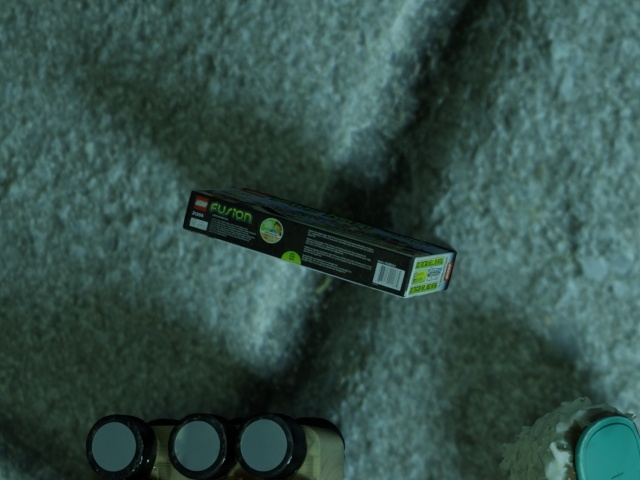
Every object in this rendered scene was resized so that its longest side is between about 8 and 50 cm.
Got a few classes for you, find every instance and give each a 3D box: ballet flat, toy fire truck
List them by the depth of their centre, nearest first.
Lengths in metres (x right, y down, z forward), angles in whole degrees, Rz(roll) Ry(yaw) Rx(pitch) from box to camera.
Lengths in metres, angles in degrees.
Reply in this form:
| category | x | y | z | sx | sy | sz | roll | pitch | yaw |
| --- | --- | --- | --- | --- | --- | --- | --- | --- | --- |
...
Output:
| category | x | y | z | sx | sy | sz | roll | pitch | yaw |
| --- | --- | --- | --- | --- | --- | --- | --- | --- | --- |
| ballet flat | 0.236 | 0.330 | 1.592 | 0.147 | 0.147 | 0.409 | -13 | 85 | 22 |
| toy fire truck | -0.083 | 0.276 | 1.704 | 0.217 | 0.158 | 0.246 | -3 | 81 | 21 |

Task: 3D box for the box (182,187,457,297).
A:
| category | x | y | z | sx | sy | sz | roll | pitch | yaw |
| --- | --- | --- | --- | --- | --- | --- | --- | --- | --- |
| box | 0.000 | 0.000 | 1.659 | 0.207 | 0.114 | 0.036 | 17 | 98 | 19 |
